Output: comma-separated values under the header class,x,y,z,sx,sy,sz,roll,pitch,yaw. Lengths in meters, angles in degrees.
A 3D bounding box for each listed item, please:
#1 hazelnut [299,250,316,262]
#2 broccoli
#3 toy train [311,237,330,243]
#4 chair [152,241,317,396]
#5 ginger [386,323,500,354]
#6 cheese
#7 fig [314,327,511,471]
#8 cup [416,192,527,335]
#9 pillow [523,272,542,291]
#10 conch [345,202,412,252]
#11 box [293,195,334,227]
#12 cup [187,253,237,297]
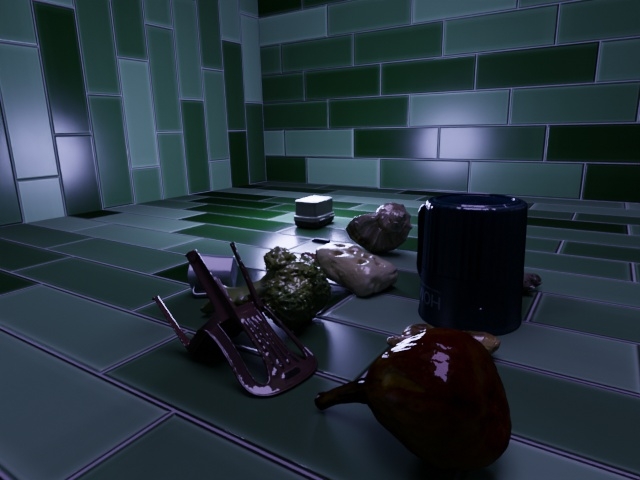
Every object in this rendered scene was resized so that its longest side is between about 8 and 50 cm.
class,x,y,z,sx,sy,sz,roll,pitch,yaw
hazelnut,-0.037,0.071,1.421,0.086,0.087,0.086,-1,14,0
broccoli,-0.118,0.095,1.116,0.301,0.186,0.254,14,29,28
toy train,0.000,0.000,1.819,0.083,0.017,0.017,7,15,32
chair,-0.174,0.185,0.916,0.175,0.183,0.327,-16,65,-47
ginger,0.248,0.211,0.896,0.213,0.059,0.133,5,8,18
cheese,0.098,0.076,1.331,0.159,0.093,0.262,-8,22,-40
fig,0.114,0.235,0.634,0.290,0.191,0.191,-16,11,12
cup,0.366,0.035,1.095,0.241,0.292,0.308,1,16,9
pillow,0.512,0.121,1.230,0.240,0.051,0.093,-2,9,-8
conch,0.222,-0.026,1.649,0.210,0.159,0.291,-18,-18,-26
box,-0.028,-0.141,2.147,0.147,0.130,0.210,8,16,27
cup,-0.314,0.105,1.282,0.129,0.095,0.128,1,51,1
